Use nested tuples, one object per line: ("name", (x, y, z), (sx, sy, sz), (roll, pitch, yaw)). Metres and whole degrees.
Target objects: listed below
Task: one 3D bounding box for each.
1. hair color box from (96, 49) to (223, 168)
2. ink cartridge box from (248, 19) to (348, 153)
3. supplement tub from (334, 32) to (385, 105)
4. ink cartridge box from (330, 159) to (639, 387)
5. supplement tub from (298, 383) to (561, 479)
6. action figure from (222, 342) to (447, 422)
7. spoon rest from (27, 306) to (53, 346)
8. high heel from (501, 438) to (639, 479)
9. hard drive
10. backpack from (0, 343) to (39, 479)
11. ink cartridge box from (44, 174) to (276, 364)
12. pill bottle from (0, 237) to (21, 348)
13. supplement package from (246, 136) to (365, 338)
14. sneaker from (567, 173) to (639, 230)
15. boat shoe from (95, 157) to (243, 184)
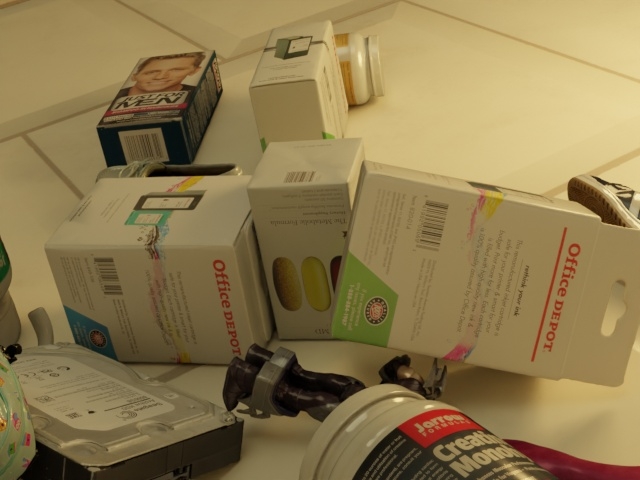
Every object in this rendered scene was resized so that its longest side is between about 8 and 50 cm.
("hair color box", (-0.317, -0.269, 2.035), (0.173, 0.105, 0.347), (-4, 31, 8))
("ink cartridge box", (-0.032, -0.246, 1.815), (0.121, 0.211, 0.289), (-6, 30, 10))
("supplement tub", (0.024, -0.337, 2.009), (0.199, 0.144, 0.144), (-5, 31, 8))
("ink cartridge box", (0.204, 0.040, 1.216), (0.353, 0.207, 0.119), (12, 11, -2))
("supplement tub", (0.123, 0.269, 0.946), (0.191, 0.191, 0.272), (-28, 35, -26))
("action figure", (0.034, 0.193, 1.195), (0.285, 0.099, 0.185), (12, 30, 20))
("spoon rest", (-0.468, 0.196, 1.336), (0.276, 0.084, 0.137), (-37, 8, -30))
("high heel", (0.303, 0.240, 1.050), (0.244, 0.082, 0.117), (-16, 39, 16))
("hard drive", (-0.292, 0.209, 1.203), (0.339, 0.064, 0.237), (17, 15, 36))
("backpack", (-0.378, 0.184, 1.051), (0.152, 0.115, 0.182), (-41, 53, 0))
("ink cartridge box", (-0.201, 0.039, 1.410), (0.270, 0.198, 0.197), (0, 32, 15))
("pill bottle", (-0.558, 0.003, 1.412), (0.204, 0.361, 0.204), (-8, 31, 5))
("supplement package", (0.000, 0.000, 1.369), (0.139, 0.244, 0.134), (-2, 31, 14))
("sneaker", (0.487, -0.029, 1.413), (0.153, 0.099, 0.282), (-26, 41, -16))
("boat shoe", (-0.261, -0.099, 1.741), (0.320, 0.103, 0.118), (11, 37, 31))
